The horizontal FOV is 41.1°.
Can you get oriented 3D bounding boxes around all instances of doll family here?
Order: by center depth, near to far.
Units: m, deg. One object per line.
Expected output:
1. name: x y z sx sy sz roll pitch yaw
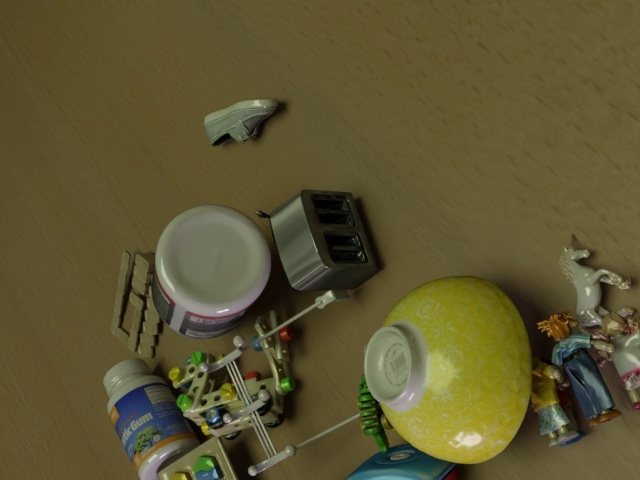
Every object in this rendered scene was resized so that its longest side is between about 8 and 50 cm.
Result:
1. doll family: 0.357 0.193 1.232 0.263 0.118 0.163 -49 54 49

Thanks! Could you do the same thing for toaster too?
1. toaster: 0.000 0.000 1.574 0.110 0.186 0.168 -37 62 41

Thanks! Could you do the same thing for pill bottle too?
1. pill bottle: -0.225 0.079 1.676 0.363 0.210 0.210 129 132 -69
2. pill bottle: -0.394 0.406 1.946 0.272 0.152 0.152 51 121 32

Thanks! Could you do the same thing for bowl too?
1. bowl: 0.161 0.190 1.287 0.289 0.156 0.289 -17 69 55

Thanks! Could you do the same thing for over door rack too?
1. over door rack: -0.050 0.260 1.565 0.324 0.108 0.239 -31 77 16

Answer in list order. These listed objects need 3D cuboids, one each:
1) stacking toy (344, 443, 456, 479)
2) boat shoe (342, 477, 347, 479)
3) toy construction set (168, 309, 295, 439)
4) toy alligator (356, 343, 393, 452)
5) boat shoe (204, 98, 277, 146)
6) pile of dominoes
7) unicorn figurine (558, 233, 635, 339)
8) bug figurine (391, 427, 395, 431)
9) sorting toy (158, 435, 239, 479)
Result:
1. stacking toy: 0.166 0.503 1.422 0.175 0.166 0.301 -13 90 29
2. boat shoe: 0.050 0.573 1.451 0.158 0.127 0.340 -28 83 4
3. toy construction set: -0.167 0.285 1.754 0.328 0.151 0.215 -32 42 31
4. toy alligator: 0.085 0.268 1.465 0.056 0.051 0.189 -20 69 33
5. boat shoe: -0.167 -0.250 1.833 0.228 0.079 0.081 -10 90 48
6. pile of dominoes: -0.436 0.158 2.099 0.196 0.040 0.251 32 117 40
7. unicorn figurine: 0.405 0.071 1.264 0.111 0.060 0.161 4 89 43
8. bug figurine: 0.206 0.201 1.438 0.279 0.072 0.216 -46 54 35
9. sorting toy: -0.246 0.535 1.779 0.208 0.038 0.193 -38 68 26
